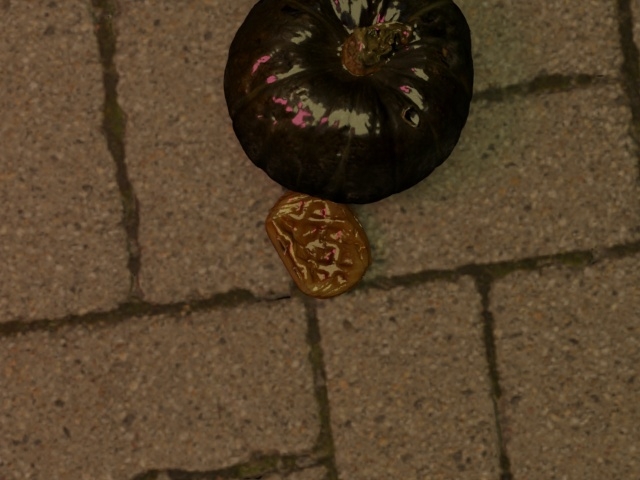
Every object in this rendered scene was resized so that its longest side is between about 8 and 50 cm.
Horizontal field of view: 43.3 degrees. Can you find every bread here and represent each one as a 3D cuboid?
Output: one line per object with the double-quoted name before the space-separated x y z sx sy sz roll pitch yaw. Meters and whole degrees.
"bread" 0.000 0.000 0.759 0.083 0.044 0.111 -31 92 -3

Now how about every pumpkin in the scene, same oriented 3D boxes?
"pumpkin" 0.026 -0.140 0.701 0.223 0.157 0.224 1 79 -4
